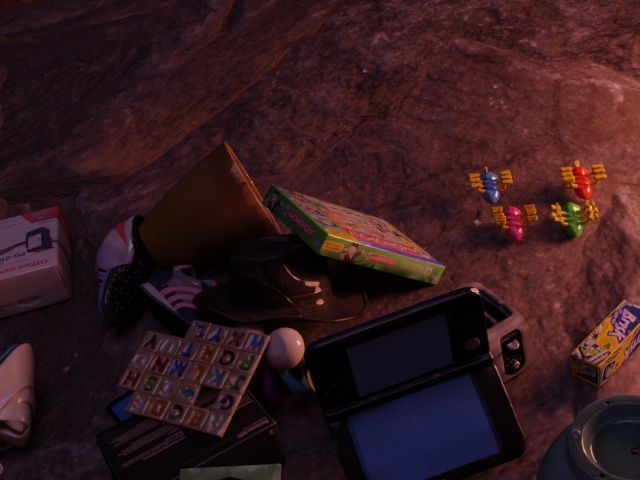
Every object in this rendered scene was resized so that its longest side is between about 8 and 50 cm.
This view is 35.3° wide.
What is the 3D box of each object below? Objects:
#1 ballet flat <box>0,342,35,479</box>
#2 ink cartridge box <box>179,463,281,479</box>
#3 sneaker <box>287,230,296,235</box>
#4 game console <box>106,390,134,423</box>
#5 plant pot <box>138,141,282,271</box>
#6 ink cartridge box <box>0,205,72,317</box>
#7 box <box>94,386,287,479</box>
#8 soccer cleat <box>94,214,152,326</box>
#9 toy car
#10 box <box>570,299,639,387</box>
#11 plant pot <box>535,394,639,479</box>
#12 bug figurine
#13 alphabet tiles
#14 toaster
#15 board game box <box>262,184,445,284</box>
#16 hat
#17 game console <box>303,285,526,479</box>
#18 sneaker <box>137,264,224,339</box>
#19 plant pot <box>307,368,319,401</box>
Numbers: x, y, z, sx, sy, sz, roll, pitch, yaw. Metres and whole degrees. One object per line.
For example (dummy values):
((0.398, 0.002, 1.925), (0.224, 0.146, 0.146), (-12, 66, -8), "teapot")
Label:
((-0.595, 0.361, 1.780), (0.139, 0.139, 0.400), (9, 46, 26), "ballet flat")
((-0.145, 0.449, 1.495), (0.171, 0.056, 0.235), (-5, 67, 11), "ink cartridge box")
((-0.040, 0.022, 2.097), (0.170, 0.051, 0.089), (-39, 54, -19), "sneaker")
((-0.328, 0.287, 1.828), (0.071, 0.107, 0.122), (-3, 27, -38), "game console")
((-0.248, -0.045, 2.133), (0.254, 0.237, 0.237), (-30, 38, 1), "plant pot")
((-0.642, 0.044, 2.204), (0.172, 0.100, 0.237), (-15, 37, -3), "ink cartridge box")
((-0.217, 0.349, 1.686), (0.261, 0.103, 0.184), (-26, 35, -18), "box")
((-0.429, 0.074, 2.120), (0.116, 0.108, 0.318), (-24, 35, 20), "soccer cleat")
((-0.084, 0.226, 1.795), (0.182, 0.159, 0.136), (8, 77, 26), "toy car")
((0.505, 0.177, 1.740), (0.059, 0.054, 0.169), (25, 51, 40), "box")
((0.442, 0.344, 1.425), (0.293, 0.196, 0.293), (-7, 37, 6), "plant pot")
((0.450, -0.083, 2.080), (0.279, 0.072, 0.216), (-2, 44, 6), "bug figurine")
((-0.227, 0.224, 1.723), (0.237, 0.009, 0.198), (9, 56, 27), "alphabet tiles")
((0.259, 0.175, 1.768), (0.168, 0.110, 0.186), (-26, 39, -19), "toaster")
((0.066, -0.009, 1.951), (0.317, 0.046, 0.213), (15, 17, -41), "board game box")
((-0.073, 0.059, 1.880), (0.331, 0.133, 0.331), (2, 9, 0), "hat")
((0.151, 0.247, 1.564), (0.293, 0.250, 0.173), (-20, 43, -4), "game console")
((-0.232, 0.134, 1.961), (0.131, 0.112, 0.319), (-34, 43, -22), "sneaker")
((0.049, 0.256, 1.730), (0.134, 0.095, 0.134), (-5, 41, 4), "plant pot")
